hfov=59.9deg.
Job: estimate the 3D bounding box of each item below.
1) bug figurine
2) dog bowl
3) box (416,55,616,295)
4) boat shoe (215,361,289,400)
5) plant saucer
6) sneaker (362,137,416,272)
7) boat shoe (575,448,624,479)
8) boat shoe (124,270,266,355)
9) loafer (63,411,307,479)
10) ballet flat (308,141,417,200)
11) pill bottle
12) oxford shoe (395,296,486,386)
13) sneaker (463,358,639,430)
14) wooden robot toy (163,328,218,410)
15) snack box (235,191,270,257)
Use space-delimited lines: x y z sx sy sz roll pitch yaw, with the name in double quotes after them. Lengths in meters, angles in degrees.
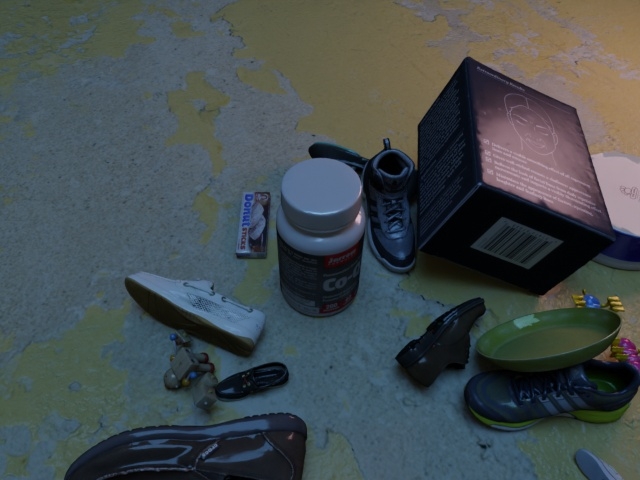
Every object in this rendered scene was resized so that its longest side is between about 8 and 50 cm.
0.611 0.172 1.019 0.278 0.072 0.216 4 37 8 "bug figurine"
0.660 -0.070 1.216 0.264 0.104 0.265 1 50 -1 "dog bowl"
0.374 -0.136 1.140 0.293 0.212 0.396 20 49 -13 "box"
-0.121 0.245 0.974 0.132 0.042 0.049 -12 54 -9 "boat shoe"
0.392 0.173 0.956 0.240 0.241 0.037 -19 94 -17 "plant saucer"
0.146 -0.075 1.141 0.101 0.153 0.269 -8 72 -4 "sneaker"
0.456 0.374 0.887 0.035 0.035 0.100 -7 40 -44 "boat shoe"
-0.232 0.119 1.046 0.277 0.098 0.096 25 53 7 "boat shoe"
-0.191 0.350 0.821 0.365 0.134 0.130 -9 50 -8 "loafer"
0.092 -0.152 1.284 0.280 0.095 0.096 16 66 12 "ballet flat"
0.000 0.000 1.024 0.161 0.283 0.161 1 50 -1 "pill bottle"
0.239 0.187 1.020 0.227 0.083 0.096 -35 81 -29 "oxford shoe"
0.390 0.242 0.934 0.299 0.121 0.111 -5 49 -5 "sneaker"
-0.236 0.238 0.975 0.079 0.076 0.173 -47 52 8 "wooden robot toy"
-0.146 -0.037 1.222 0.064 0.022 0.178 -1 50 0 "snack box"
